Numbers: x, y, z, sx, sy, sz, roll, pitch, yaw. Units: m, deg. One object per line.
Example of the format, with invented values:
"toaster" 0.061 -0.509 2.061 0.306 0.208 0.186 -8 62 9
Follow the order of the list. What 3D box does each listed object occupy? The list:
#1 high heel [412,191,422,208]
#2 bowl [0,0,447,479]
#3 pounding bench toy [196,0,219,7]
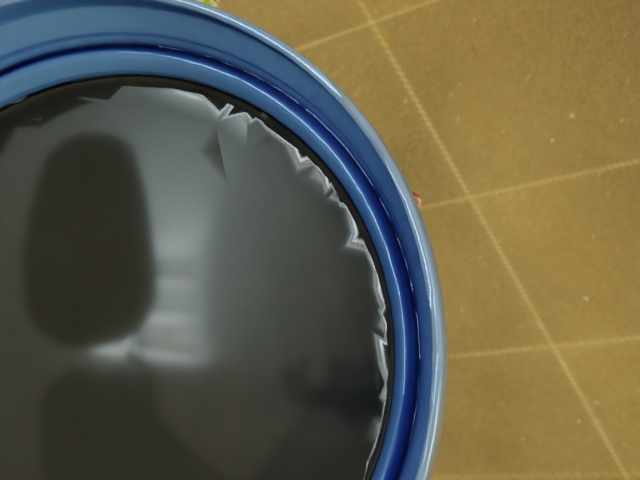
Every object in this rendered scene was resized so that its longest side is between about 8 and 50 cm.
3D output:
"high heel" 0.000 0.000 0.921 0.117 0.244 0.082 14 117 18
"bowl" -0.126 0.062 0.565 0.391 0.391 0.077 21 177 14
"pounding bench toy" -0.135 -0.293 1.215 0.052 0.065 0.083 42 121 -15
